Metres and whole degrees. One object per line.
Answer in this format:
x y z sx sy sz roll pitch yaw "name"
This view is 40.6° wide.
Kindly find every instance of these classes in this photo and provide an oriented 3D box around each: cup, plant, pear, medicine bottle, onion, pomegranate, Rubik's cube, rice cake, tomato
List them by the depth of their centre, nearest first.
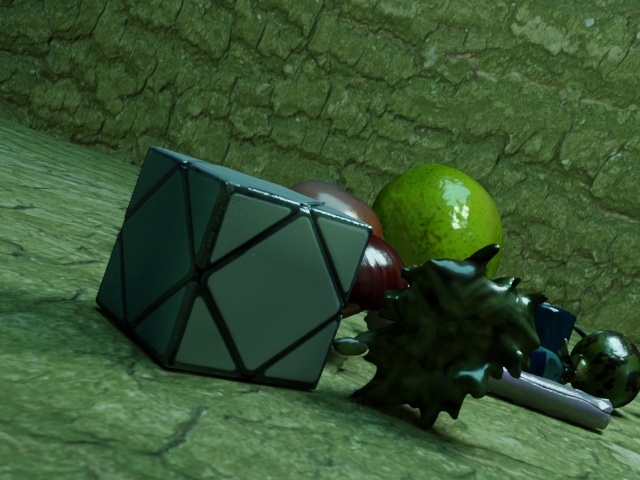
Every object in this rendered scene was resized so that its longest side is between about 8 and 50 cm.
-0.100 0.029 0.983 0.207 0.204 0.205 17 5 -37 "Rubik's cube"
0.143 0.086 1.094 0.251 0.180 0.333 -24 11 7 "plant"
-0.001 0.053 1.215 0.248 0.161 0.248 1 -23 0 "onion"
0.325 0.230 1.334 0.270 0.055 0.049 21 9 -2 "rice cake"
0.320 0.198 1.540 0.124 0.079 0.258 17 5 -29 "medicine bottle"
0.501 0.229 1.577 0.169 0.148 0.148 20 4 -11 "pomegranate"
0.434 0.195 1.681 0.150 0.138 0.113 17 5 -31 "cup"
0.000 0.000 1.722 0.256 0.224 0.256 28 8 -4 "tomato"
0.297 -0.001 2.227 0.391 0.390 0.391 19 4 -2 "pear"

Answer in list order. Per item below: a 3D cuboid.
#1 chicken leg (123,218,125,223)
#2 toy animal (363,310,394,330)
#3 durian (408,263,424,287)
-0.317 -0.025 1.613 0.085 0.069 0.198 18 -2 -36 "chicken leg"
0.177 0.157 1.452 0.214 0.093 0.186 12 0 0 "toy animal"
0.204 0.118 1.738 0.183 0.137 0.249 27 9 -14 "durian"
